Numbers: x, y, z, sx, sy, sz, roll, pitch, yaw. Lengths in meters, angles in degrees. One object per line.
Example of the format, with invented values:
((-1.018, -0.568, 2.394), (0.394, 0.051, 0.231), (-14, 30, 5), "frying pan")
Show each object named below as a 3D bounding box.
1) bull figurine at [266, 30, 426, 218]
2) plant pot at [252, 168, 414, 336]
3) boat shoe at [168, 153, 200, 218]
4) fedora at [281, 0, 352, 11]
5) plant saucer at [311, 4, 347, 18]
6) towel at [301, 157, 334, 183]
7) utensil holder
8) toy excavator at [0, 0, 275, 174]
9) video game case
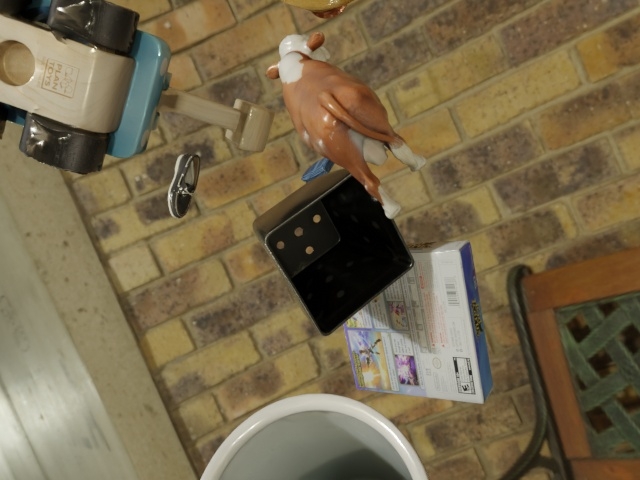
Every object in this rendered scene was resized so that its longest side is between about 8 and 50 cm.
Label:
((0.024, -0.155, 0.745), (0.101, 0.188, 0.310), (-41, 26, 13), "bull figurine")
((0.000, 0.000, 0.941), (0.188, 0.188, 0.167), (-36, 26, -14), "plant pot")
((-0.249, -0.101, 1.115), (0.038, 0.125, 0.046), (-2, -19, 31), "boat shoe")
((-0.003, -0.434, 0.983), (0.194, 0.195, 0.079), (-24, -19, -1), "fedora")
((0.015, -0.478, 1.186), (0.083, 0.013, 0.084), (-7, -37, -6), "plant saucer")
((-0.004, -0.192, 1.597), (0.119, 0.029, 0.067), (-21, 33, 58), "towel")
((0.028, 0.453, 0.891), (0.327, 0.328, 0.386), (-24, -38, 0), "utensil holder")
((-0.301, -0.242, 0.947), (0.432, 0.223, 0.445), (18, 14, -2), "toy excavator")
((0.154, 0.137, 1.038), (0.244, 0.270, 0.061), (-3, 16, 34), "video game case")
